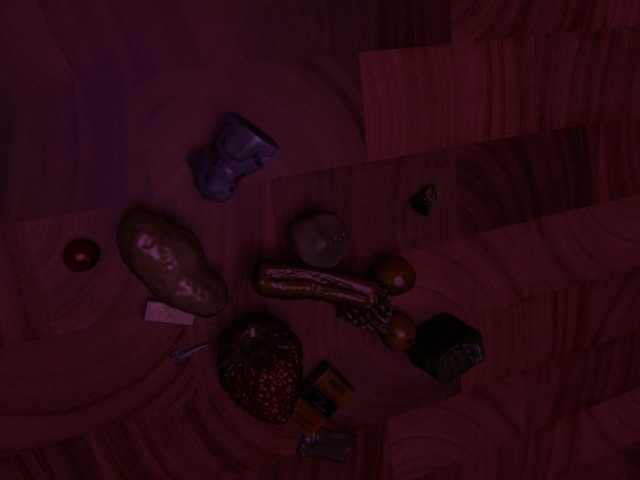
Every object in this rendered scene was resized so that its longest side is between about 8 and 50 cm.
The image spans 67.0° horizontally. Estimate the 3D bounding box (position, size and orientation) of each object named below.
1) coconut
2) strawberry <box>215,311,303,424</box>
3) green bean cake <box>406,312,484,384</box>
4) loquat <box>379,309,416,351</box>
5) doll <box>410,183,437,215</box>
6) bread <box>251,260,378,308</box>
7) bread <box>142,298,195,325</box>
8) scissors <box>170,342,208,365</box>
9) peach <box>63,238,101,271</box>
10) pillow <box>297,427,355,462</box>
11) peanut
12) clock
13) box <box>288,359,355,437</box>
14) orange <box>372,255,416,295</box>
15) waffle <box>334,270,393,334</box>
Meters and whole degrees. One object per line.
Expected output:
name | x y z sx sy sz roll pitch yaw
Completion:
coconut | -0.001 -0.003 1.471 0.194 0.194 0.194 -6 106 -20
strawberry | -0.168 0.403 1.510 0.292 0.292 0.343 -26 136 -13
green bean cake | 0.441 0.377 1.714 0.222 0.248 0.125 -28 112 -15
loquat | 0.270 0.316 1.695 0.141 0.141 0.141 -6 106 -20
doll | 0.353 -0.143 1.653 0.113 0.077 0.078 -63 146 -27
bread | -0.019 0.142 1.482 0.380 0.185 0.109 10 80 -9
bread | -0.448 0.215 1.449 0.154 0.028 0.068 9 101 -22
scissors | -0.405 0.349 1.510 0.119 0.014 0.058 -22 116 -11
peach | -0.647 0.045 1.307 0.098 0.061 0.098 -3 99 -16
pillow | 0.026 0.752 1.777 0.217 0.033 0.130 20 94 -24
peanut | -0.402 0.074 1.355 0.192 0.169 0.387 -41 118 -11
clock | -0.256 -0.215 1.345 0.189 0.189 0.254 38 104 -25
box | -0.013 0.553 1.691 0.237 0.070 0.152 -44 115 -3
orange | 0.245 0.121 1.629 0.157 0.156 0.134 -1 84 -21
waffle | 0.139 0.207 1.599 0.054 0.214 0.207 -37 136 -57
